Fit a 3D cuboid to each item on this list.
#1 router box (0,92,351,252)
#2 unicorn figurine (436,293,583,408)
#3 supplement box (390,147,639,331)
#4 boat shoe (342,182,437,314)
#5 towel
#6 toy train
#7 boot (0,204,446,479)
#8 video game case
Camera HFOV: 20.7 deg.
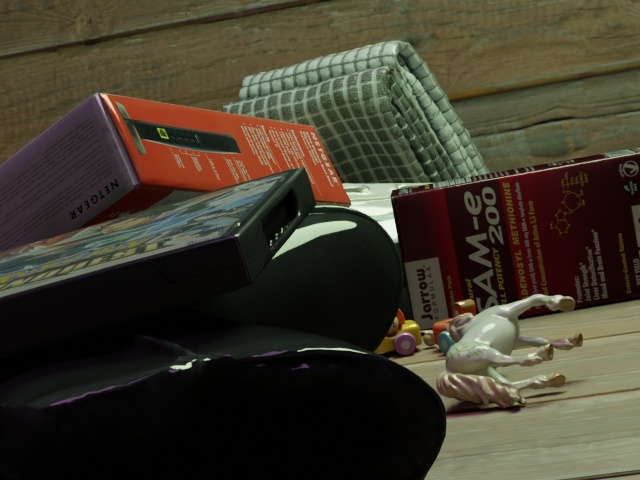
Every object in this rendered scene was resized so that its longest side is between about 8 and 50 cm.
[{"bbox_3d":[-0.188,0.013,1.427,0.335,0.082,0.301,-34,-18,27],"label":"router box"},{"bbox_3d":[0.126,0.074,1.239,0.111,0.060,0.162,-7,5,28],"label":"unicorn figurine"},{"bbox_3d":[0.191,-0.001,1.575,0.239,0.130,0.073,-10,5,4],"label":"supplement box"},{"bbox_3d":[0.002,-0.008,1.690,0.367,0.136,0.156,-9,35,-13],"label":"boat shoe"},{"bbox_3d":[0.048,-0.075,2.001,0.235,0.284,0.121,-12,34,33],"label":"towel"},{"bbox_3d":[0.060,0.076,1.439,0.166,0.046,0.125,-12,5,-29],"label":"toy train"},{"bbox_3d":[-0.041,0.073,1.054,0.367,0.146,0.445,-22,5,-18],"label":"boot"},{"bbox_3d":[-0.152,0.023,1.067,0.274,0.035,0.248,-16,8,11],"label":"video game case"}]
